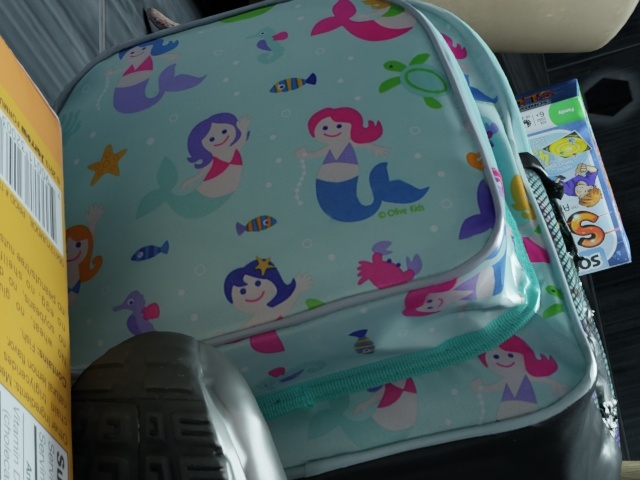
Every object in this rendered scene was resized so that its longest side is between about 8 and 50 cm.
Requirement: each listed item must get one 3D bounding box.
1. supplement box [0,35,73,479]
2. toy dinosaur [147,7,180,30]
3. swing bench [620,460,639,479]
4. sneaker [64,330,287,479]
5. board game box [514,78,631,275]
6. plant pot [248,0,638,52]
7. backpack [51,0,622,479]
[{"bbox_3d":[-0.122,0.043,0.546,0.080,0.078,0.233,62,18,-52],"label":"supplement box"},{"bbox_3d":[0.000,0.000,1.033,0.296,0.127,0.200,61,24,-26],"label":"toy dinosaur"},{"bbox_3d":[0.197,0.252,1.242,0.165,0.254,0.253,-91,161,-47],"label":"swing bench"},{"bbox_3d":[-0.029,0.159,0.634,0.130,0.109,0.286,-34,123,-52],"label":"sneaker"},{"bbox_3d":[0.105,-0.022,1.304,0.035,0.201,0.136,-80,150,-62],"label":"board game box"},{"bbox_3d":[0.095,-0.223,1.210,0.263,0.229,0.263,-167,-90,-76],"label":"plant pot"},{"bbox_3d":[-0.009,0.009,0.742,0.253,0.225,0.191,-97,170,-48],"label":"backpack"}]
